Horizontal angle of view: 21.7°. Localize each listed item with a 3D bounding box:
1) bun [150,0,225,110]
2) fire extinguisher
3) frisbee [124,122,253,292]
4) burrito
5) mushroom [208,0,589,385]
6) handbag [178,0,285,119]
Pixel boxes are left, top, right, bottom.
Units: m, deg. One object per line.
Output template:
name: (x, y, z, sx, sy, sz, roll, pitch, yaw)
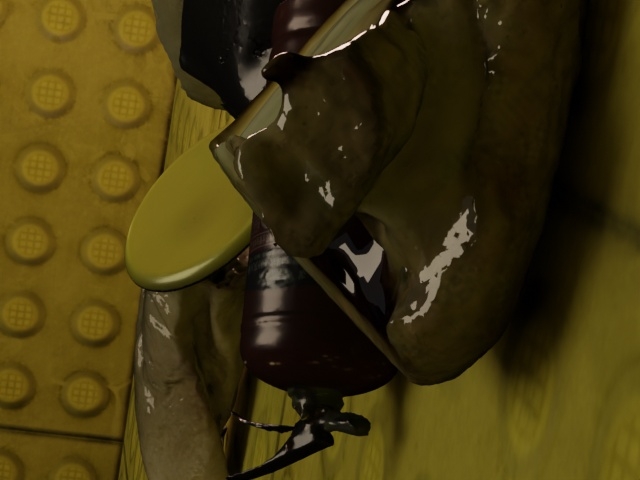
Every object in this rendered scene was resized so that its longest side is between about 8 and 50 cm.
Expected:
bun: (-0.078, -0.278, 1.673, 0.287, 0.146, 0.287, -7, -90, -75)
fire extinguisher: (0.000, 0.000, 1.173, 0.135, 0.114, 0.337, -8, 70, 37)
frisbee: (-0.119, -0.042, 1.767, 0.236, 0.017, 0.236, -28, 36, 23)
burrito: (-0.142, 0.145, 1.877, 0.190, 0.135, 0.331, -120, 34, -63)
mushroom: (0.068, -0.059, 0.884, 0.217, 0.212, 0.292, -38, -3, -1)
handbag: (-0.009, -0.229, 1.386, 0.288, 0.152, 0.342, -119, 33, -55)
